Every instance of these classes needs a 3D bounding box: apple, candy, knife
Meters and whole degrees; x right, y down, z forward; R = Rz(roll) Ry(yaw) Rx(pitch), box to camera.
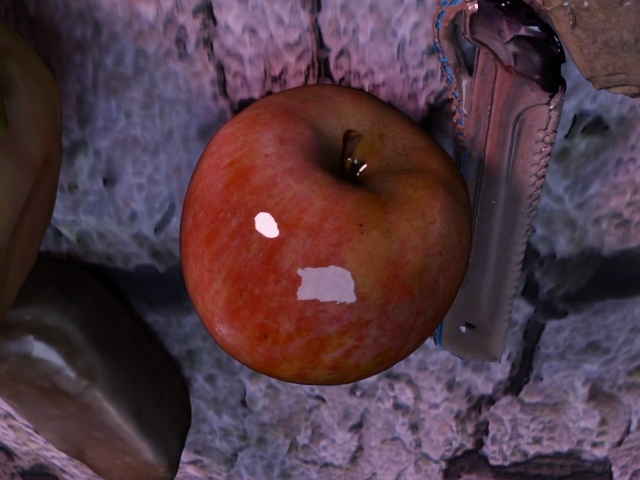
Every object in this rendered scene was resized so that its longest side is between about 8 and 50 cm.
[{"bbox_3d":[0.000,0.000,0.598,0.188,0.188,0.174,15,142,-10],"label":"apple"},{"bbox_3d":[-0.198,0.120,0.790,0.102,0.104,0.234,-12,132,15],"label":"candy"},{"bbox_3d":[0.120,-0.026,0.668,0.089,0.043,0.365,27,144,26],"label":"knife"}]

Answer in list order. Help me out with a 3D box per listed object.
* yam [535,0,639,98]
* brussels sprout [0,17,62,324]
[{"bbox_3d":[0.126,-0.196,0.451,0.106,0.106,0.259,-17,130,20],"label":"yam"},{"bbox_3d":[-0.341,-0.063,0.504,0.371,0.276,0.315,8,138,-4],"label":"brussels sprout"}]
